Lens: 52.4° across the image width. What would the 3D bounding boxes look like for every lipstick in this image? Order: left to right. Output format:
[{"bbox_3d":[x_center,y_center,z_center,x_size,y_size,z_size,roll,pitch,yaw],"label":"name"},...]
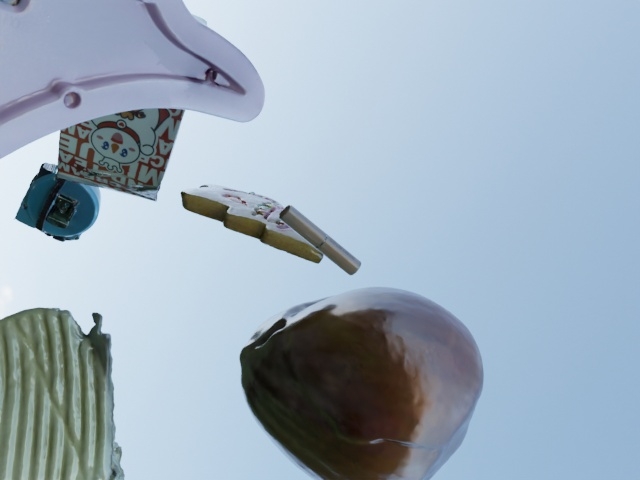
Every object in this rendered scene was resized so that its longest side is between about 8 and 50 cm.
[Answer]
[{"bbox_3d":[0.000,0.000,0.623,0.019,0.094,0.019,-42,-157,22],"label":"lipstick"}]

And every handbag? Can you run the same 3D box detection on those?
[{"bbox_3d":[-0.285,-0.200,0.951,0.151,0.171,0.298,-101,-147,-55],"label":"handbag"}]

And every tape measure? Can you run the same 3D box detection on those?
[{"bbox_3d":[-0.462,-0.068,1.166,0.146,0.125,0.081,-55,-155,18],"label":"tape measure"}]

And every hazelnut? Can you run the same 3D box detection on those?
[{"bbox_3d":[0.057,0.215,0.980,0.372,0.372,0.315,-21,-131,37],"label":"hazelnut"}]

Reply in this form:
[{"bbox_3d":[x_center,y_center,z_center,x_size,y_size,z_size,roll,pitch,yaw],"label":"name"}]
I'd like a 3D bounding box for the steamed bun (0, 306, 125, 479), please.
[{"bbox_3d":[-0.399,0.270,0.854,0.290,0.273,0.272,59,-31,33],"label":"steamed bun"}]

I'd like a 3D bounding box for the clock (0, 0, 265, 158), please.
[{"bbox_3d":[-0.160,-0.098,0.312,0.080,0.290,0.275,32,-75,40],"label":"clock"}]

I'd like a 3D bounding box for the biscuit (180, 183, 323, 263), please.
[{"bbox_3d":[-0.085,-0.033,0.963,0.238,0.212,0.041,28,-78,29],"label":"biscuit"}]
